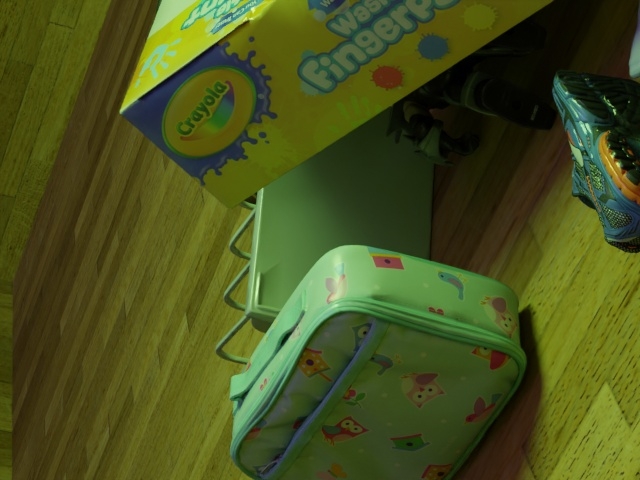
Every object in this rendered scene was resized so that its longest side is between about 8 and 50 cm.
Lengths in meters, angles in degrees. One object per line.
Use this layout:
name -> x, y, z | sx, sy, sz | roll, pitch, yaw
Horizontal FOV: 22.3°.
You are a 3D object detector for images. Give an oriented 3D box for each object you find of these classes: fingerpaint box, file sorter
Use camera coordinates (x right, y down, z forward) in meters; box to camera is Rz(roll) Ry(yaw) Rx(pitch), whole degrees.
fingerpaint box -> 0.046, -0.287, 1.570 | 0.445, 0.163, 0.371 | -32, 29, 32
file sorter -> 0.000, 0.000, 1.778 | 0.173, 0.193, 0.277 | 132, 147, -58

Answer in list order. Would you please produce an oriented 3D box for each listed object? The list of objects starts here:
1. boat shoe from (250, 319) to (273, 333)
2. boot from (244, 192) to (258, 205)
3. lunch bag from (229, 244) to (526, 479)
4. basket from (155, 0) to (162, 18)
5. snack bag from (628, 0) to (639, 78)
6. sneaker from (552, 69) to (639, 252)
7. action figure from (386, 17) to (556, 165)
boat shoe -> -0.035, 0.002, 2.020 | 0.084, 0.095, 0.258 | -102, 33, -45
boot -> -0.049, -0.176, 2.235 | 0.115, 0.112, 0.305 | -26, 40, 26
lunch bag -> 0.042, 0.136, 1.504 | 0.108, 0.224, 0.279 | -95, 28, -45
basket -> -0.078, -0.248, 2.123 | 0.227, 0.204, 0.154 | 37, 91, 38
snack bag -> 0.336, -0.316, 1.286 | 0.323, 0.037, 0.342 | 157, 125, -66
sneaker -> 0.233, -0.071, 1.343 | 0.221, 0.083, 0.087 | -98, 21, -55
action figure -> 0.144, -0.167, 1.644 | 0.285, 0.099, 0.185 | -160, 78, -75
